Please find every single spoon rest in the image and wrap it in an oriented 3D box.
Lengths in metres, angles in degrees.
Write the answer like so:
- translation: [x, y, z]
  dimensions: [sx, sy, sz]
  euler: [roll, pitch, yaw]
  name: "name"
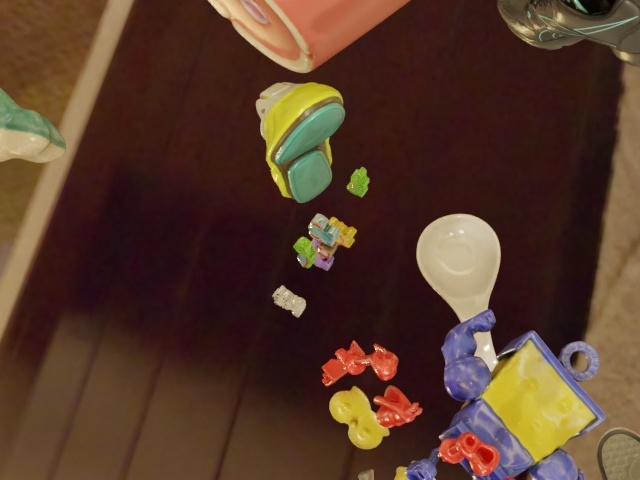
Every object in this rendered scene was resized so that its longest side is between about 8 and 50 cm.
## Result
- translation: [0.240, 0.084, 2.266]
  dimensions: [0.137, 0.276, 0.084]
  euler: [-14, 161, 3]
  name: "spoon rest"

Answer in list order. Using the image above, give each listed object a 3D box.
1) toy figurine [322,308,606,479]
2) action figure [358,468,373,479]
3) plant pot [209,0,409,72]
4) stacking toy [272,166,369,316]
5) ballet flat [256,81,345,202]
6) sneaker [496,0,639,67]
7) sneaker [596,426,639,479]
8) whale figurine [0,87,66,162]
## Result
- translation: [0.201, 0.178, 1.250]
  dimensions: [0.362, 0.217, 0.191]
  euler: [49, 155, 6]
  name: "toy figurine"
- translation: [0.014, 0.561, 2.120]
  dimensions: [0.330, 0.341, 0.178]
  euler: [67, 161, -4]
  name: "action figure"
- translation: [0.000, -0.334, 1.524]
  dimensions: [0.275, 0.243, 0.275]
  euler: [40, 169, 9]
  name: "plant pot"
- translation: [0.000, 0.000, 2.092]
  dimensions: [0.052, 0.167, 0.221]
  euler: [31, 152, 10]
  name: "stacking toy"
- translation: [-0.027, -0.102, 1.291]
  dimensions: [0.077, 0.077, 0.231]
  euler: [56, 170, 13]
  name: "ballet flat"
- translation: [0.285, -0.268, 1.540]
  dimensions: [0.106, 0.101, 0.267]
  euler: [33, 173, -39]
  name: "sneaker"
- translation: [0.423, 0.310, 1.819]
  dimensions: [0.226, 0.086, 0.163]
  euler: [49, -172, -13]
  name: "sneaker"
- translation: [-0.436, -0.166, 1.665]
  dimensions: [0.272, 0.141, 0.216]
  euler: [11, 175, 8]
  name: "whale figurine"
